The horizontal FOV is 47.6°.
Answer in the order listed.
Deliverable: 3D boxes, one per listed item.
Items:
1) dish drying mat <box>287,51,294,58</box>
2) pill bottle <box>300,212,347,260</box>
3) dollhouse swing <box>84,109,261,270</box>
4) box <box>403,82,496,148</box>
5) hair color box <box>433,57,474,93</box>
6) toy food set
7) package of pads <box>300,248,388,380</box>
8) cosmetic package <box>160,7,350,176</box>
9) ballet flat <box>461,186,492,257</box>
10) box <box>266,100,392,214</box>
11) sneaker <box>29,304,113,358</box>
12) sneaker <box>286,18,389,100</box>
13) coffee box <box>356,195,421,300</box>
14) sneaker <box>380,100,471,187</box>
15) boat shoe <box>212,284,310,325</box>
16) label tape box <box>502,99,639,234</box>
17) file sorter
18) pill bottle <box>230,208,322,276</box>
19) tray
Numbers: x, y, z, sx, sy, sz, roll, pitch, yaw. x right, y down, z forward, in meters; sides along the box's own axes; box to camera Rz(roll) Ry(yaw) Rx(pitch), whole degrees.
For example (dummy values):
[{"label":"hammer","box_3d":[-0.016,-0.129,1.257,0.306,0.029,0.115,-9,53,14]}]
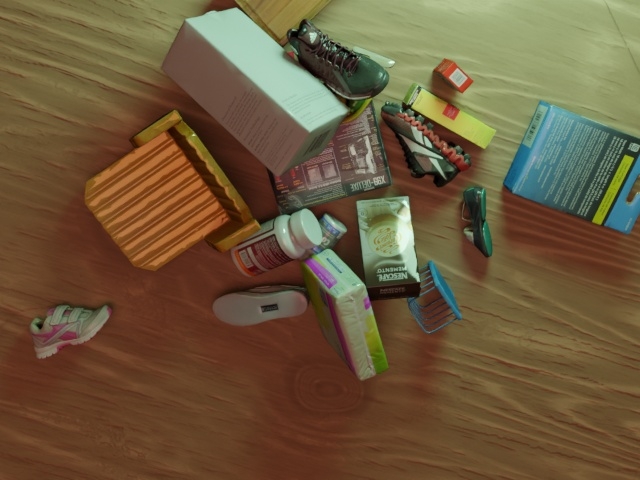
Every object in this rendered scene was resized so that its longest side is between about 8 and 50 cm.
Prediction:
[{"label":"dish drying mat","box_3d":[-0.106,-0.452,1.823,0.083,0.008,0.032,-9,106,2]},{"label":"pill bottle","box_3d":[0.000,0.000,1.931,0.078,0.078,0.137,37,103,-11]},{"label":"dollhouse swing","box_3d":[-0.394,-0.091,1.800,0.305,0.315,0.346,-37,106,-11]},{"label":"box","box_3d":[0.324,-0.315,1.832,0.232,0.087,0.058,28,105,-8]},{"label":"hair color box","box_3d":[0.324,-0.404,1.774,0.072,0.141,0.043,41,102,-12]},{"label":"toy food set","box_3d":[0.072,-0.390,1.760,0.128,0.071,0.217,32,82,15]},{"label":"package of pads","box_3d":[0.058,0.190,1.884,0.101,0.229,0.296,-25,123,-14]},{"label":"cosmetic package","box_3d":[-0.149,-0.351,1.680,0.385,0.217,0.156,43,126,8]},{"label":"ballet flat","box_3d":[0.414,-0.049,1.932,0.074,0.074,0.203,-12,113,3]},{"label":"box","box_3d":[0.010,-0.223,1.862,0.308,0.076,0.242,-15,107,4]},{"label":"sneaker","box_3d":[-0.691,0.229,1.981,0.252,0.103,0.111,-24,108,6]},{"label":"sneaker","box_3d":[0.019,-0.423,1.668,0.106,0.281,0.162,-57,143,-7]},{"label":"coffee box","box_3d":[0.173,0.021,1.857,0.141,0.098,0.246,-6,64,1]},{"label":"sneaker","box_3d":[0.248,-0.237,1.848,0.276,0.097,0.135,37,101,-13]},{"label":"boat shoe","box_3d":[-0.158,0.167,1.978,0.268,0.088,0.096,-11,102,13]},{"label":"label tape box","box_3d":[0.677,-0.186,1.866,0.334,0.106,0.240,19,106,-7]},{"label":"file sorter","box_3d":[0.293,0.154,1.936,0.105,0.170,0.118,-32,105,11]},{"label":"pill bottle","box_3d":[-0.114,0.005,1.881,0.221,0.121,0.121,-23,107,24]},{"label":"tray","box_3d":[-0.016,-0.673,1.722,0.411,0.076,0.203,-41,103,12]}]
